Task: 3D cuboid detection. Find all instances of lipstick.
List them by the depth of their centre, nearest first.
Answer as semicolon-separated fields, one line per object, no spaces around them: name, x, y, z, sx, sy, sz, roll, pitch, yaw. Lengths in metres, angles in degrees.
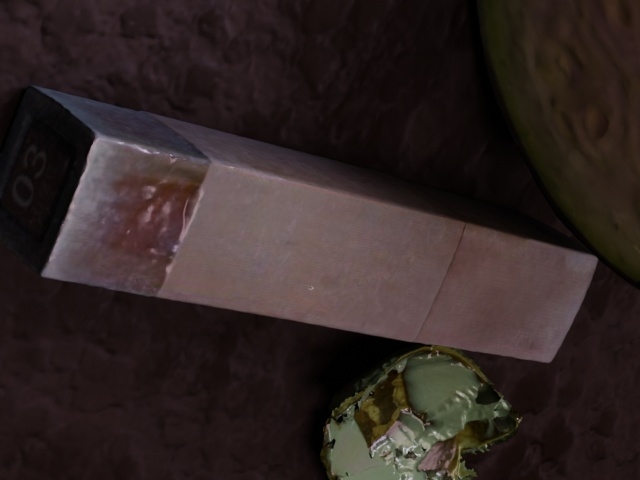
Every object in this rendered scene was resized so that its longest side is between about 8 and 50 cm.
lipstick;0.000;0.000;0.961;0.371;0.076;0.080;13;105;-42

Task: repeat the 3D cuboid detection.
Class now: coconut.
coconut;0.056;0.120;1.089;0.133;0.055;0.158;-20;127;-29

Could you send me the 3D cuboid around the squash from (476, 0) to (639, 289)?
squash;0.306;-0.154;0.987;0.384;0.263;0.263;-29;129;-24
